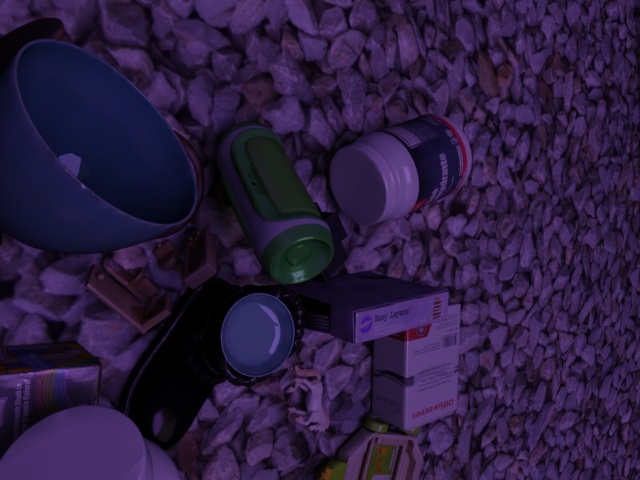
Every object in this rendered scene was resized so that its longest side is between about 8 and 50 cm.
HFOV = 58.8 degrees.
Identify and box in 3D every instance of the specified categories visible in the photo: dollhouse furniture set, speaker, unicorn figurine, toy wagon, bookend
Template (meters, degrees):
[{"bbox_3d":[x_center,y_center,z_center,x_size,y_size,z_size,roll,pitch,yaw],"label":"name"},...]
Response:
[{"bbox_3d":[-0.266,0.031,0.916,0.151,0.144,0.123,-34,122,10],"label":"dollhouse furniture set"},{"bbox_3d":[-0.083,-0.071,0.953,0.131,0.296,0.131,-17,142,-14],"label":"speaker"},{"bbox_3d":[-0.022,0.351,1.204,0.111,0.060,0.162,10,89,-39],"label":"unicorn figurine"},{"bbox_3d":[0.110,0.552,1.331,0.344,0.068,0.267,19,83,-38],"label":"toy wagon"},{"bbox_3d":[0.000,0.000,1.118,0.156,0.157,0.072,-41,119,-27],"label":"bookend"}]

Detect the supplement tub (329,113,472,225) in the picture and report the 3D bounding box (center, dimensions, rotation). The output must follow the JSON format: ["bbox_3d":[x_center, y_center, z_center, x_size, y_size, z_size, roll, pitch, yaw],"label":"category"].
[{"bbox_3d":[0.174,-0.153,1.217,0.272,0.191,0.191,-25,110,-34],"label":"supplement tub"}]

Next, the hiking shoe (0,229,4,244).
[{"bbox_3d":[-0.540,0.068,0.717,0.132,0.113,0.304,45,68,-32],"label":"hiking shoe"}]

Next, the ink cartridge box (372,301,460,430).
[{"bbox_3d":[0.231,0.288,1.366,0.197,0.114,0.272,-4,97,-39],"label":"ink cartridge box"}]

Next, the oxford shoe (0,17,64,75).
[{"bbox_3d":[-0.435,-0.232,0.809,0.212,0.076,0.076,-59,156,-20],"label":"oxford shoe"}]

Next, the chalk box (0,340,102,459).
[{"bbox_3d":[-0.442,0.228,0.807,0.213,0.132,0.132,4,94,-38],"label":"chalk box"}]

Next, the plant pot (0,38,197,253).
[{"bbox_3d":[-0.343,-0.093,0.781,0.195,0.290,0.290,-33,126,19],"label":"plant pot"}]

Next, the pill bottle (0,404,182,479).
[{"bbox_3d":[-0.287,0.417,0.781,0.229,0.229,0.407,-32,139,-32],"label":"pill bottle"}]

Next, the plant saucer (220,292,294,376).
[{"bbox_3d":[-0.093,0.136,0.822,0.119,0.021,0.119,3,85,-33],"label":"plant saucer"}]

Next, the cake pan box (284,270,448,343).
[{"bbox_3d":[0.080,0.125,1.140,0.267,0.246,0.070,-7,99,-39],"label":"cake pan box"}]

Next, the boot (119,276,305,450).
[{"bbox_3d":[-0.185,0.216,0.927,0.131,0.260,0.348,32,75,-36],"label":"boot"}]

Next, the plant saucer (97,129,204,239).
[{"bbox_3d":[-0.278,-0.099,0.959,0.199,0.036,0.198,-5,98,-38],"label":"plant saucer"}]
